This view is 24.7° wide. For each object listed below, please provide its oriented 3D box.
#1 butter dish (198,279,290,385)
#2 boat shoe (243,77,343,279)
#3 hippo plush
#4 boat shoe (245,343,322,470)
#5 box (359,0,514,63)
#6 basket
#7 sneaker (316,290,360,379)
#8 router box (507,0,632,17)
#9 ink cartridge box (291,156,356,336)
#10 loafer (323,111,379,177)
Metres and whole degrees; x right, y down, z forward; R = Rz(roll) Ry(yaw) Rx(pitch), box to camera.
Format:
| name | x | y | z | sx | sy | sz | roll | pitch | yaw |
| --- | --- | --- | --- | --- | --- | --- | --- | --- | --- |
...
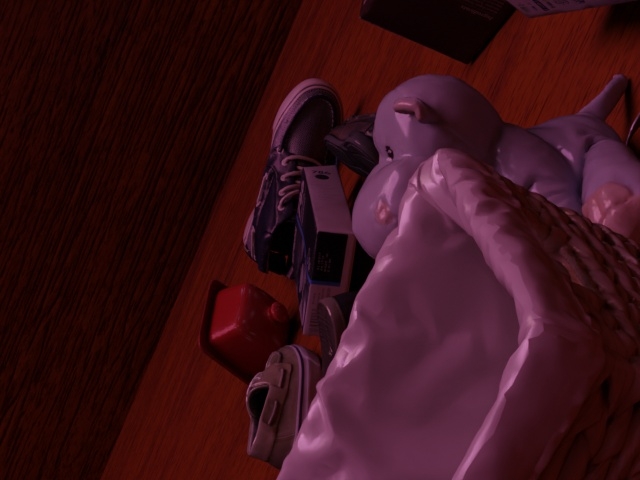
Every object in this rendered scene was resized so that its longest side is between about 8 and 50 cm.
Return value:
| name | x | y | z | sx | sy | sz | roll | pitch | yaw |
| --- | --- | --- | --- | --- | --- | --- | --- | --- | --- |
| butter dish | -0.101 | 0.137 | 2.345 | 0.118 | 0.160 | 0.160 | -32 | 33 | 32 |
| boat shoe | -0.032 | -0.094 | 2.468 | 0.158 | 0.127 | 0.340 | -120 | 44 | -66 |
| hippo plush | 0.160 | -0.054 | 1.278 | 0.234 | 0.237 | 0.294 | -162 | 93 | -78 |
| boat shoe | -0.056 | 0.223 | 2.066 | 0.302 | 0.094 | 0.109 | -104 | 37 | -69 |
| box | 0.174 | -0.373 | 1.893 | 0.203 | 0.167 | 0.168 | 128 | 159 | -53 |
| basket | 0.143 | 0.164 | 0.934 | 0.328 | 0.266 | 0.331 | -105 | 37 | -69 |
| sneaker | 0.067 | 0.155 | 1.738 | 0.083 | 0.118 | 0.222 | -125 | 26 | -53 |
| router box | 0.305 | -0.359 | 1.360 | 0.301 | 0.082 | 0.335 | -54 | 12 | -2 |
| ink cartridge box | 0.000 | 0.000 | 2.178 | 0.332 | 0.065 | 0.165 | -99 | 15 | -68 |
| loafer | 0.075 | -0.148 | 2.165 | 0.084 | 0.096 | 0.267 | -48 | 10 | -4 |
